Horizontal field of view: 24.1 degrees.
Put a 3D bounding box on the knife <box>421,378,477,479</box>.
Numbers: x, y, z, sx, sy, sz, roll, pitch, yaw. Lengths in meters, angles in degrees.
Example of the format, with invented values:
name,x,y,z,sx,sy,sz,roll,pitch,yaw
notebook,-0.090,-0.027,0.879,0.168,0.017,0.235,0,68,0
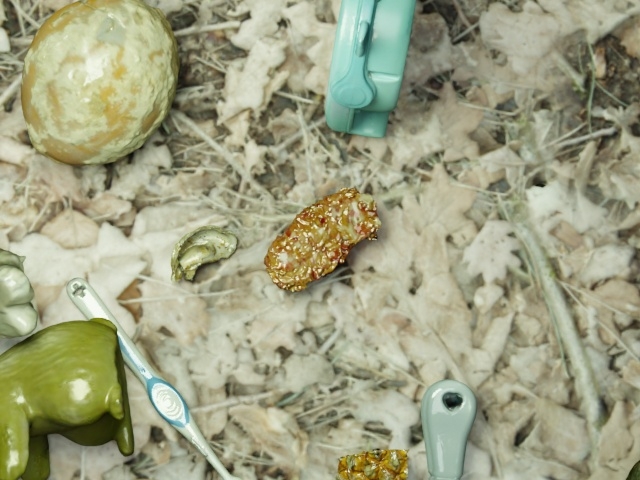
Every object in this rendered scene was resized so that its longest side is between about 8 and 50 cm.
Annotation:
name,x,y,z,sx,sy,sz,roll,pitch,yaw
knife,0.168,0.341,1.888,0.080,0.044,0.331,0,88,-9

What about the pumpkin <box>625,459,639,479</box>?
name,x,y,z,sx,sy,sz,roll,pitch,yaw
pumpkin,0.497,0.373,1.810,0.321,0.192,0.320,0,84,-2

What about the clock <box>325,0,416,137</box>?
name,x,y,z,sx,sy,sz,roll,pitch,yaw
clock,0.067,-0.255,1.851,0.094,0.274,0.223,10,83,-1

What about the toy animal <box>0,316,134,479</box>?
name,x,y,z,sx,sy,sz,roll,pitch,yaw
toy animal,-0.397,0.227,1.824,0.363,0.181,0.180,-23,74,-6

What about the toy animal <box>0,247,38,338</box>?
name,x,y,z,sx,sy,sz,roll,pitch,yaw
toy animal,-0.442,-0.012,1.847,0.188,0.308,0.266,-44,122,-44

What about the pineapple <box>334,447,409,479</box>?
name,x,y,z,sx,sy,sz,roll,pitch,yaw
pineapple,0.081,0.308,1.883,0.114,0.077,0.114,-13,93,31

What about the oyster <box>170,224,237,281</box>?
name,x,y,z,sx,sy,sz,roll,pitch,yaw
oyster,-0.154,0.018,1.935,0.083,0.038,0.080,9,92,-26

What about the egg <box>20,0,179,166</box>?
name,x,y,z,sx,sy,sz,roll,pitch,yaw
egg,-0.279,-0.201,1.878,0.195,0.195,0.233,38,96,4

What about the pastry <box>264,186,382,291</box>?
name,x,y,z,sx,sy,sz,roll,pitch,yaw
pastry,-0.001,-0.002,1.922,0.169,0.063,0.087,-36,93,-11

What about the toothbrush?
name,x,y,z,sx,sy,sz,roll,pitch,yaw
toothbrush,-0.199,0.198,1.896,0.040,0.040,0.386,-39,84,-6
